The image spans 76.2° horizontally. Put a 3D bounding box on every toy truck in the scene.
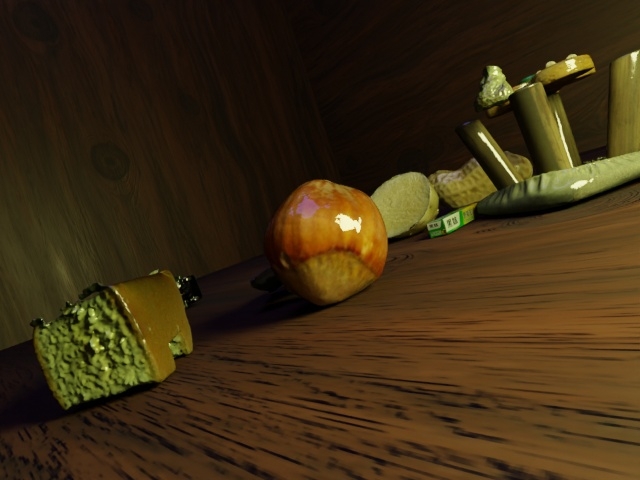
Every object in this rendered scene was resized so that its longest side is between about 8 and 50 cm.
[{"bbox_3d":[-0.418,0.162,1.023,0.121,0.088,0.259,-17,4,22],"label":"toy truck"}]

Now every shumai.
[{"bbox_3d":[0.342,-0.310,0.822,0.082,0.080,0.083,-22,4,-12],"label":"shumai"}]

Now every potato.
[{"bbox_3d":[0.229,-0.075,1.068,0.117,0.182,0.202,23,-36,-37],"label":"potato"}]

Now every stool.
[{"bbox_3d":[0.479,-0.198,0.827,0.310,0.226,0.310,-21,3,-8],"label":"stool"}]

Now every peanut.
[{"bbox_3d":[0.450,-0.171,1.214,0.325,0.153,0.140,-8,4,36],"label":"peanut"}]

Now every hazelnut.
[{"bbox_3d":[0.000,0.000,0.575,0.182,0.182,0.182,-18,3,1],"label":"hazelnut"}]

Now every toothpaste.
[{"bbox_3d":[0.306,-0.048,0.922,0.178,0.037,0.043,-21,5,-43],"label":"toothpaste"}]

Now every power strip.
[{"bbox_3d":[-0.015,0.046,0.760,0.213,0.064,0.198,-34,-10,-1],"label":"power strip"}]

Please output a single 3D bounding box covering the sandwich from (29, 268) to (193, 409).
[{"bbox_3d":[-0.246,0.113,0.540,0.122,0.128,0.236,-22,2,0],"label":"sandwich"}]

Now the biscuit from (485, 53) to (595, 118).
[{"bbox_3d":[0.486,-0.343,0.899,0.196,0.049,0.301,-21,3,10],"label":"biscuit"}]
